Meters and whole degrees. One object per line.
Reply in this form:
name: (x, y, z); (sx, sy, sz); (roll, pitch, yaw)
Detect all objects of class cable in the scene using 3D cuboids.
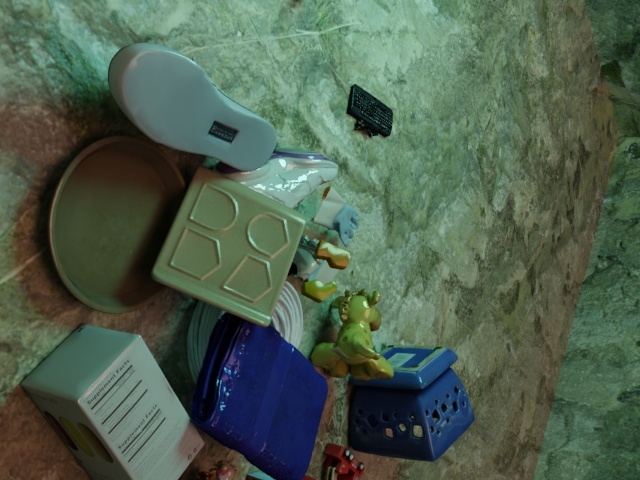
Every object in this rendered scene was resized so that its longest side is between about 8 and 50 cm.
cable: (-0.136, 0.181, 1.374); (0.257, 0.089, 0.257); (5, 90, -55)

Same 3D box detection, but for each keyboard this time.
keyboard: (0.130, -0.294, 1.730); (0.192, 0.038, 0.100); (17, 81, -53)

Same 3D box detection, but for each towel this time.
towel: (-0.103, 0.276, 1.280); (0.308, 0.076, 0.227); (50, 46, -42)

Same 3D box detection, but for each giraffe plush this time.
giraffe plush: (0.076, 0.200, 1.621); (0.210, 0.181, 0.170); (68, 29, -58)

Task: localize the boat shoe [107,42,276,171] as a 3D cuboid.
boat shoe: (-0.221, -0.225, 1.158); (0.136, 0.156, 0.367); (-60, 150, 7)

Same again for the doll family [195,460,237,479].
doll family: (-0.198, 0.501, 1.294); (0.163, 0.118, 0.263); (-92, 177, -62)

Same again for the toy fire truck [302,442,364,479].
toy fire truck: (0.029, 0.548, 1.694); (0.192, 0.047, 0.135); (54, 52, -44)

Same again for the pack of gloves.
pack of gloves: (0.000, 0.000, 1.557); (0.195, 0.046, 0.232); (-61, 154, -4)

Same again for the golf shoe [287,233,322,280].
golf shoe: (-0.067, 0.026, 1.391); (0.069, 0.176, 0.086); (43, 74, -35)

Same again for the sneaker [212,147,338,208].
sneaker: (-0.087, -0.097, 1.408); (0.305, 0.114, 0.152); (-15, 114, -44)

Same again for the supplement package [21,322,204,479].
supplement package: (-0.307, 0.264, 1.104); (0.134, 0.139, 0.244); (-51, 132, -39)

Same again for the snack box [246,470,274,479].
snack box: (-0.072, 0.581, 1.446); (0.070, 0.174, 0.207); (7, 90, -56)

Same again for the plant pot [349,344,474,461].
plant pot: (0.214, 0.382, 1.783); (0.236, 0.236, 0.212); (-22, 105, -52)

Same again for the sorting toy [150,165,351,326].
sorting toy: (-0.108, 0.030, 1.238); (0.307, 0.041, 0.229); (26, 62, -15)

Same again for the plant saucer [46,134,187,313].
plant saucer: (-0.313, -0.025, 1.141); (0.278, 0.041, 0.278); (-9, 102, -54)
